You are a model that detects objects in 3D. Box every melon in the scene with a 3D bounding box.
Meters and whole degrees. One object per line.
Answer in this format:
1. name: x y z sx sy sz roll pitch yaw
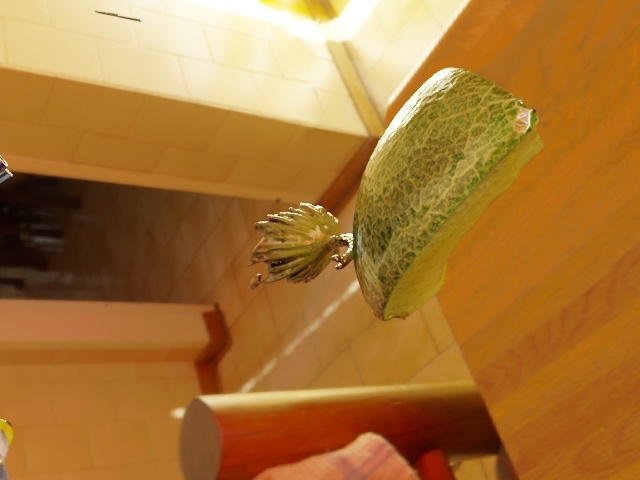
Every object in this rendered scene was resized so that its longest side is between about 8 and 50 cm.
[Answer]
1. melon: 0.154 -0.050 1.061 0.343 0.226 0.331 -51 28 6

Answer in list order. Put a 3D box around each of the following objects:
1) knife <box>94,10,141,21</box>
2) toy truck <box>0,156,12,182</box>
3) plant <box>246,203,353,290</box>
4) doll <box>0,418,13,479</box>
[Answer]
1. knife: -0.395 -0.438 1.456 0.014 0.091 0.005 154 125 -82
2. toy truck: -0.460 -0.101 1.015 0.074 0.063 0.136 49 171 31
3. plant: 0.014 0.031 1.582 0.334 0.251 0.180 13 128 45
4. doll: -0.551 0.377 1.221 0.098 0.135 0.241 -56 36 17
